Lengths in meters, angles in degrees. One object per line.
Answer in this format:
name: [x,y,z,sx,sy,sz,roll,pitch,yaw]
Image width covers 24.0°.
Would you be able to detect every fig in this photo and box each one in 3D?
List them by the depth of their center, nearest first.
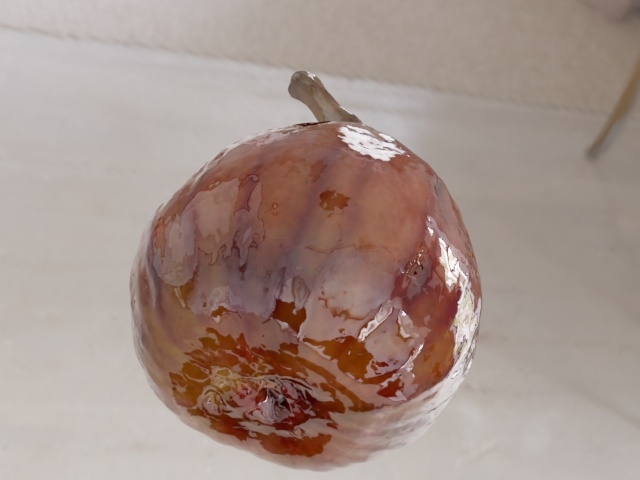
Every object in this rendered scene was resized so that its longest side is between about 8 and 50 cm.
fig: [-0.005,0.016,0.534,0.128,0.128,0.150,20,14,-7]
